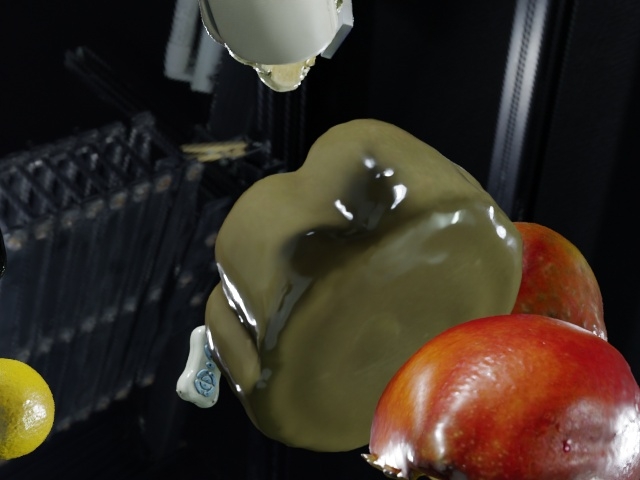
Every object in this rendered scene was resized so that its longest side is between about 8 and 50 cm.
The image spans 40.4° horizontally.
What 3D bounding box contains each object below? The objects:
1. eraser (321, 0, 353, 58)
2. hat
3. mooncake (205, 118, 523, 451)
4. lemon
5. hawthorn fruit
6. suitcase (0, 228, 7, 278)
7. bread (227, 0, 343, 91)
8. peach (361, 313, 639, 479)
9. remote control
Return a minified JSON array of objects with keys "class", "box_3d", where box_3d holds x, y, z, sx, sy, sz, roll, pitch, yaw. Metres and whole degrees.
[{"class":"eraser","box_3d":[0.028,-0.430,1.620,0.104,0.023,0.150,133,-40,-56]},{"class":"hat","box_3d":[-0.043,-0.319,0.971,0.226,0.219,0.164,60,-29,-9]},{"class":"mooncake","box_3d":[0.055,0.067,1.250,0.262,0.467,0.467,48,-42,40]},{"class":"lemon","box_3d":[-0.603,0.317,1.645,0.187,0.187,0.244,30,-23,32]},{"class":"hawthorn fruit","box_3d":[0.332,0.143,1.643,0.403,0.403,0.403,21,-57,37]},{"class":"suitcase","box_3d":[-0.589,-0.027,1.043,0.188,0.345,0.339,168,-97,-88]},{"class":"bread","box_3d":[-0.063,-0.345,1.286,0.182,0.251,0.039,36,-30,-18]},{"class":"peach","box_3d":[0.182,0.164,0.839,0.257,0.361,0.201,20,-98,28]},{"class":"remote control","box_3d":[-0.182,0.198,1.366,0.032,0.122,0.074,-12,-35,42]}]
